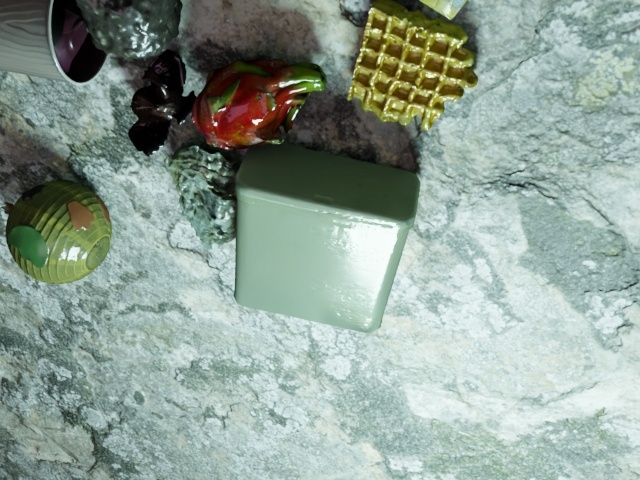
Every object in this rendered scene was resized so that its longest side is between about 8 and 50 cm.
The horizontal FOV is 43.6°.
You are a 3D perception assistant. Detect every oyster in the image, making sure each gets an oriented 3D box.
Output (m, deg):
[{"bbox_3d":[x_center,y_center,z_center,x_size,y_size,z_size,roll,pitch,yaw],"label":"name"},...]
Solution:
[{"bbox_3d":[-0.236,-0.096,1.745,0.198,0.112,0.267,-13,123,30],"label":"oyster"}]

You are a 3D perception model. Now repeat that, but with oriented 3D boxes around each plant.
[{"bbox_3d":[-0.349,-0.459,1.462,0.204,0.178,0.234,16,136,12],"label":"plant"}]

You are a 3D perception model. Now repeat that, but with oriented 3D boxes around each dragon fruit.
[{"bbox_3d":[-0.117,-0.259,1.543,0.269,0.198,0.200,-9,162,-1],"label":"dragon fruit"}]

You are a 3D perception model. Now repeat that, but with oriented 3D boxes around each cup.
[{"bbox_3d":[-0.568,-0.455,1.539,0.273,0.208,0.288,10,130,17],"label":"cup"}]

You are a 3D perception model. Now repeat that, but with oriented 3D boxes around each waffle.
[{"bbox_3d":[0.172,-0.300,1.447,0.219,0.057,0.229,20,132,7],"label":"waffle"}]

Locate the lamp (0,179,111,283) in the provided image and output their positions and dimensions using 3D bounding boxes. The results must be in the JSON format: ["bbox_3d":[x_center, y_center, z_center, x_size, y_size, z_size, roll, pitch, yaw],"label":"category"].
[{"bbox_3d":[-0.633,-0.029,1.887,0.284,0.250,0.250,25,132,14],"label":"lamp"}]

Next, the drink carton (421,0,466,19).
[{"bbox_3d":[0.241,-0.458,1.284,0.084,0.074,0.200,32,133,-4],"label":"drink carton"}]

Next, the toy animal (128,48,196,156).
[{"bbox_3d":[-0.326,-0.273,1.633,0.116,0.218,0.179,14,178,-17],"label":"toy animal"}]

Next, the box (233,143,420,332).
[{"bbox_3d":[0.000,0.000,1.660,0.352,0.177,0.343,12,133,3],"label":"box"}]
